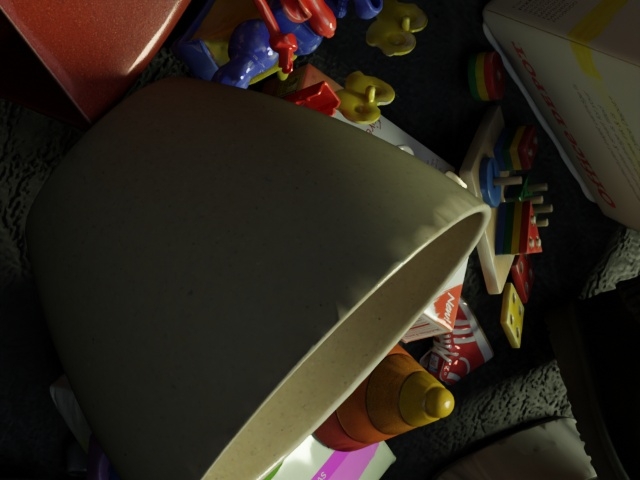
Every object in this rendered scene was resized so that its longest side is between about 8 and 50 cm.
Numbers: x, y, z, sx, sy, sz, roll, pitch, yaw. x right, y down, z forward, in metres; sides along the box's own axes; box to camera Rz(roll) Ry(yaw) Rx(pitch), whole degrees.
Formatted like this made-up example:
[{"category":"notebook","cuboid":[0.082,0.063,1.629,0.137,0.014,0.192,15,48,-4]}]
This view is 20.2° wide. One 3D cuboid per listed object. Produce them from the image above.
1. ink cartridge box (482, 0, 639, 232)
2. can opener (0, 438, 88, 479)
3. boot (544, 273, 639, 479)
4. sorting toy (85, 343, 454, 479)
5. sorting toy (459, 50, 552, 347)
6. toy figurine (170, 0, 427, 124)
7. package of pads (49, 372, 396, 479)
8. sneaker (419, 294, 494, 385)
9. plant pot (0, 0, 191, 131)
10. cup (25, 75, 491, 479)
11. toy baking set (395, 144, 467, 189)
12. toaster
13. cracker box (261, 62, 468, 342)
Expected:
[{"category":"ink cartridge box","cuboid":[0.349,-0.113,1.580,0.160,0.385,0.279,-41,121,-9]},{"category":"can opener","cuboid":[-0.267,0.221,1.614,0.280,0.074,0.093,0,76,-28]},{"category":"boot","cuboid":[0.369,0.131,1.680,0.260,0.348,0.131,-28,139,16]},{"category":"sorting toy","cuboid":[-0.021,0.159,1.513,0.365,0.126,0.127,-14,103,-41]},{"category":"sorting toy","cuboid":[0.180,-0.033,1.679,0.046,0.132,0.274,-4,120,21]},{"category":"toy figurine","cuboid":[-0.045,-0.223,1.496,0.191,0.217,0.362,50,42,-26]},{"category":"package of pads","cuboid":[-0.084,0.169,1.610,0.229,0.101,0.296,-47,122,-29]},{"category":"sneaker","cuboid":[0.119,0.092,1.751,0.067,0.042,0.118,-39,123,-10]},{"category":"plant pot","cuboid":[-0.214,-0.274,1.336,0.236,0.267,0.267,-46,122,-15]},{"category":"cup","cuboid":[-0.073,0.018,1.306,0.237,0.331,0.331,44,87,11]},{"category":"toy baking set","cuboid":[-0.003,0.006,1.501,0.256,0.030,0.196,3,117,-21]},{"category":"toaster","cuboid":[0.231,0.274,1.815,0.227,0.146,0.129,-22,118,-17]},{"category":"cracker box","cuboid":[0.035,-0.030,1.605,0.232,0.067,0.155,33,57,-32]}]
